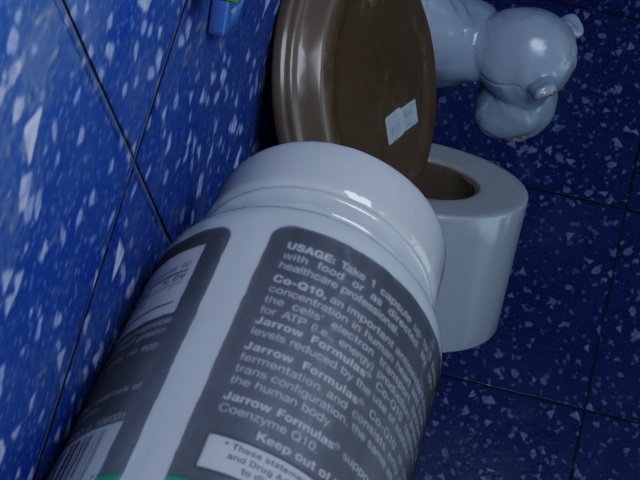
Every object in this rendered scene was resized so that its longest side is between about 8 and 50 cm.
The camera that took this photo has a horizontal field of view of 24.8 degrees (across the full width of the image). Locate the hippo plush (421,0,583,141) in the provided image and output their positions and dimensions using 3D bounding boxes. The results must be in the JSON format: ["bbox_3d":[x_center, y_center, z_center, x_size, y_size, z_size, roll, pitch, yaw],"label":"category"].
[{"bbox_3d":[0.185,-0.244,1.707,0.294,0.236,0.234,95,11,-50],"label":"hippo plush"}]

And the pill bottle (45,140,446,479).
[{"bbox_3d":[-0.037,0.109,0.907,0.361,0.204,0.204,-68,169,-47],"label":"pill bottle"}]

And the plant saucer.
[{"bbox_3d":[0.041,-0.138,1.308,0.278,0.041,0.278,-4,94,-62],"label":"plant saucer"}]

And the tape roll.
[{"bbox_3d":[0.103,0.001,1.680,0.246,0.246,0.169,-61,162,-67],"label":"tape roll"}]

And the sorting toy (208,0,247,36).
[{"bbox_3d":[-0.019,-0.298,0.928,0.196,0.047,0.348,-44,146,-78],"label":"sorting toy"}]
